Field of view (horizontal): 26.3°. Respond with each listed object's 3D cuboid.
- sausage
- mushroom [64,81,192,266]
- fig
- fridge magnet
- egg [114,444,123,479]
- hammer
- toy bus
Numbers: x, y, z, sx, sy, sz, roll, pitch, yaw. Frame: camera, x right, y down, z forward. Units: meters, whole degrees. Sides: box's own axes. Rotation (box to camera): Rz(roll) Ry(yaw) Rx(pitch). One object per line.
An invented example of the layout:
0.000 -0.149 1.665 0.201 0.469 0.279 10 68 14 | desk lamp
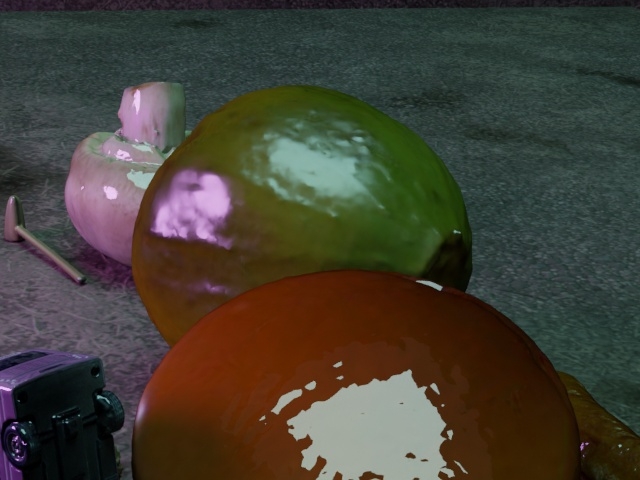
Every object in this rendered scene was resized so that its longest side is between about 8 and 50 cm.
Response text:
0.288 0.210 1.264 0.103 0.076 0.302 -8 24 -28 | sausage
-0.202 -0.091 1.747 0.254 0.234 0.260 -4 21 -30 | mushroom
-0.006 0.010 1.388 0.343 0.343 0.343 4 21 -1 | fig
0.028 0.166 1.114 0.364 0.155 0.363 -1 45 1 | fridge magnet
-0.237 0.182 1.178 0.140 0.118 0.116 31 44 7 | egg
-0.347 0.002 1.733 0.028 0.060 0.195 -12 30 -38 | hammer
-0.215 0.188 1.060 0.108 0.199 0.096 7 17 42 | toy bus
